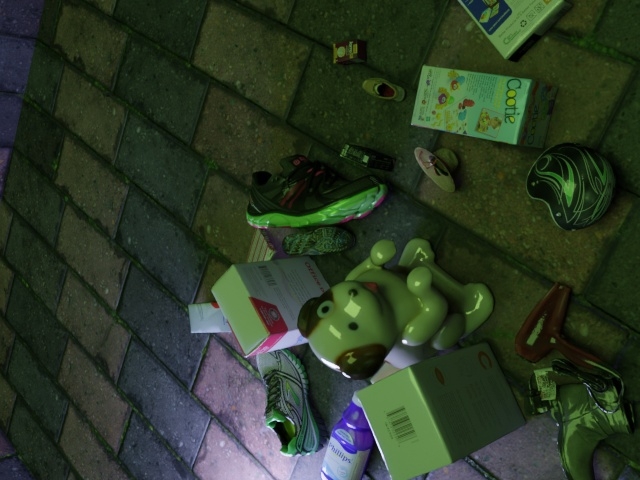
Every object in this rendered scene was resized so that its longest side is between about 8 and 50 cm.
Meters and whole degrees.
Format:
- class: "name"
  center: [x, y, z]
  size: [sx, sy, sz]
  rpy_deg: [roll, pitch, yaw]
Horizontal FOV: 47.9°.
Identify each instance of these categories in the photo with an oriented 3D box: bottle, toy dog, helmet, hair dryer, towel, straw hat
- class: "bottle"
  center: [0.086, 0.547, 1.969]
  size: [0.118, 0.092, 0.282]
  rpy_deg: [28, 110, 37]
- class: "toy dog"
  center: [0.135, 0.180, 1.702]
  size: [0.284, 0.408, 0.395]
  rpy_deg: [50, 121, 28]
- class: "helmet"
  center: [0.534, -0.111, 1.510]
  size: [0.161, 0.170, 0.169]
  rpy_deg: [50, 123, 46]
- class: "hair dryer"
  center: [0.534, 0.235, 1.573]
  size: [0.224, 0.080, 0.293]
  rpy_deg: [-17, 71, 33]
- class: "towel"
  center: [-0.182, 0.052, 2.168]
  size: [0.197, 0.029, 0.144]
  rpy_deg: [-125, 50, -62]
- class: "straw hat"
  center: [0.300, -0.192, 1.765]
  size: [0.061, 0.144, 0.144]
  rpy_deg: [-39, 60, -9]

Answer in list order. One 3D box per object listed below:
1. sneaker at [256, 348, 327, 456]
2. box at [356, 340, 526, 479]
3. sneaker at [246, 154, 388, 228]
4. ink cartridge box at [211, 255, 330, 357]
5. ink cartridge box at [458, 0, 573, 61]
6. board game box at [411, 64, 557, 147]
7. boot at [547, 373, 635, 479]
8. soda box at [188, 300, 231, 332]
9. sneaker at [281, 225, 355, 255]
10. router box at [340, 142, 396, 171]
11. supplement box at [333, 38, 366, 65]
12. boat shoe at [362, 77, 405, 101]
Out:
- class: "sneaker"
  center: [-0.105, 0.460, 2.093]
  size: [0.134, 0.146, 0.343]
  rpy_deg: [-40, 66, 35]
- class: "box"
  center: [0.278, 0.379, 1.630]
  size: [0.168, 0.345, 0.214]
  rpy_deg: [-35, 70, 37]
- class: "sneaker"
  center: [-0.036, -0.140, 1.981]
  size: [0.483, 0.185, 0.202]
  rpy_deg: [-2, 95, 39]
- class: "ink cartridge box"
  center: [-0.113, 0.174, 1.980]
  size: [0.131, 0.306, 0.226]
  rpy_deg: [-46, 64, 33]
- class: "ink cartridge box"
  center: [0.397, -0.607, 1.664]
  size: [0.176, 0.069, 0.370]
  rpy_deg: [-45, 67, 33]
- class: "board game box"
  center: [0.371, -0.307, 1.650]
  size: [0.275, 0.142, 0.144]
  rpy_deg: [20, 105, 39]
- class: "boot"
  center: [0.590, 0.413, 1.537]
  size: [0.161, 0.083, 0.246]
  rpy_deg: [-20, 74, 38]
- class: "soda box"
  center: [-0.291, 0.238, 2.276]
  size: [0.286, 0.091, 0.098]
  rpy_deg: [-7, 87, 40]
- class: "sneaker"
  center: [0.000, 0.000, 2.031]
  size: [0.211, 0.081, 0.080]
  rpy_deg: [-2, 89, 23]
- class: "router box"
  center: [0.125, -0.216, 1.878]
  size: [0.092, 0.122, 0.038]
  rpy_deg: [27, 105, 36]
- class: "supplement box"
  center: [0.079, -0.509, 1.954]
  size: [0.083, 0.043, 0.054]
  rpy_deg: [-1, 90, 40]
- class: "boat shoe"
  center: [0.159, -0.399, 1.889]
  size: [0.135, 0.045, 0.050]
  rpy_deg: [23, 106, 38]
